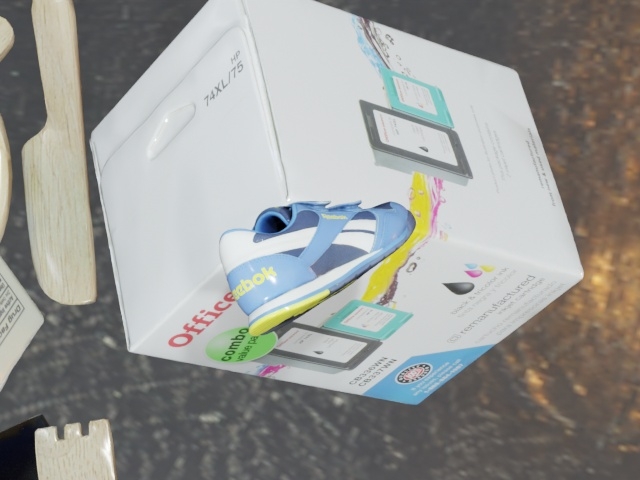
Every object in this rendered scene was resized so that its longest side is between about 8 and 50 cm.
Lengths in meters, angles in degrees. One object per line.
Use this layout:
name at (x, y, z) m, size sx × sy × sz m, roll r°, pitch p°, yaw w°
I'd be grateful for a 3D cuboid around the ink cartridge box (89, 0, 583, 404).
ink cartridge box at (0.007, -0.027, 1.275) m, size 0.270 × 0.198 × 0.197 m, roll 14°, pitch 49°, yaw -36°

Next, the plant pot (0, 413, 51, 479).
plant pot at (-0.326, 0.317, 1.774) m, size 0.167 × 0.187 × 0.188 m, roll 47°, pitch 38°, yaw 16°

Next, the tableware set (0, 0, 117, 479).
tableware set at (-0.112, 0.039, 0.455) m, size 0.128 × 0.039 × 0.194 m, roll -6°, pitch 87°, yaw 9°

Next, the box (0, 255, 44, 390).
box at (-0.302, 0.018, 1.084) m, size 0.232 × 0.127 × 0.148 m, roll 60°, pitch 35°, yaw -27°

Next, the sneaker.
sneaker at (0.000, 0.000, 0.966) m, size 0.059 × 0.053 × 0.144 m, roll 55°, pitch 39°, yaw 6°
